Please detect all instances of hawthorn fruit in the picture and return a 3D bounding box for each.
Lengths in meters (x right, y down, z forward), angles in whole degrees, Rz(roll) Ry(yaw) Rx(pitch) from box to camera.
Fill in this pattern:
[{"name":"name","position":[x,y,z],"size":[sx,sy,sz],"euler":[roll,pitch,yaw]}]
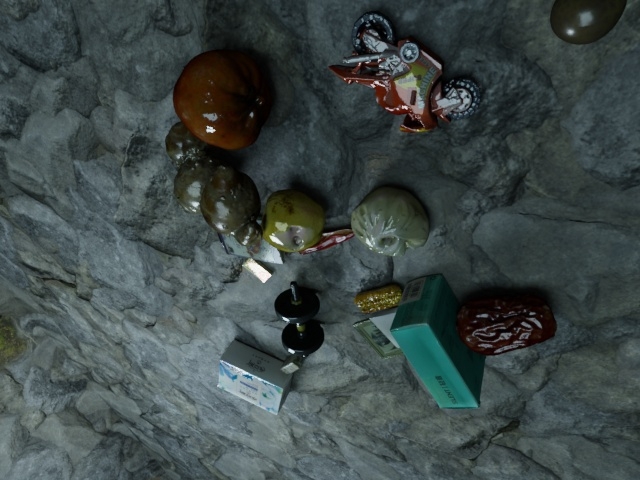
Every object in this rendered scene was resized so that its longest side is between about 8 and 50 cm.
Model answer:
[{"name":"hawthorn fruit","position":[-0.243,-0.322,1.031],"size":[0.261,0.224,0.224],"euler":[12,131,39]}]

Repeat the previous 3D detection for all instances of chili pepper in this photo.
[{"name":"chili pepper","position":[0.000,0.000,1.262],"size":[0.268,0.050,0.059],"euler":[-16,73,33]}]

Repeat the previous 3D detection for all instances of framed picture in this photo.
[{"name":"framed picture","position":[0.235,0.293,1.389],"size":[0.231,0.010,0.173],"euler":[-29,109,39]}]

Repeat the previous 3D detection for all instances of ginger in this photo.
[{"name":"ginger","position":[-0.274,-0.132,1.165],"size":[0.375,0.176,0.256],"euler":[46,144,27]}]

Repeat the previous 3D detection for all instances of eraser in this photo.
[{"name":"eraser","position":[0.230,0.264,1.335],"size":[0.104,0.023,0.150],"euler":[-22,119,40]}]

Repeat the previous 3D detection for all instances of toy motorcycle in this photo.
[{"name":"toy motorcycle","position":[0.169,-0.320,0.898],"size":[0.298,0.089,0.171],"euler":[36,133,-2]}]

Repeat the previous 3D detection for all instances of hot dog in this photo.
[{"name":"hot dog","position":[0.176,0.172,1.303],"size":[0.165,0.045,0.071],"euler":[-20,113,36]}]

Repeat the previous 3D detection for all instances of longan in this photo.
[{"name":"longan","position":[0.434,-0.378,0.723],"size":[0.113,0.092,0.113],"euler":[-8,78,41]}]

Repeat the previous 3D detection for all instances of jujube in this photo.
[{"name":"jujube","position":[0.465,0.208,1.123],"size":[0.230,0.155,0.155],"euler":[-19,115,27]}]

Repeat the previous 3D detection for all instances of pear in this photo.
[{"name":"pear","position":[-0.071,-0.050,1.175],"size":[0.178,0.178,0.178],"euler":[14,130,17]}]

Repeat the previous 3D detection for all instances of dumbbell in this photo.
[{"name":"dumbbell","position":[-0.065,0.259,1.425],"size":[0.143,0.143,0.325],"euler":[8,128,21]}]

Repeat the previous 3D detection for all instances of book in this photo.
[{"name":"book","position":[-0.224,-0.008,1.367],"size":[0.231,0.026,0.157],"euler":[8,128,28]}]

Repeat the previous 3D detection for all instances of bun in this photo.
[{"name":"bun","position":[0.171,-0.030,1.097],"size":[0.178,0.128,0.193],"euler":[-31,109,38]}]

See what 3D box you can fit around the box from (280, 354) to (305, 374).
[{"name":"box","position":[-0.102,0.456,1.649],"size":[0.045,0.062,0.098],"euler":[40,131,-8]}]

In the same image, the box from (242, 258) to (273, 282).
[{"name":"box","position":[-0.205,0.094,1.455],"size":[0.093,0.015,0.058],"euler":[40,134,-6]}]

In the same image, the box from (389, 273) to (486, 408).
[{"name":"box","position":[0.326,0.275,1.201],"size":[0.118,0.205,0.311],"euler":[-19,115,38]}]

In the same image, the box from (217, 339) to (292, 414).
[{"name":"box","position":[-0.257,0.540,1.755],"size":[0.274,0.116,0.203],"euler":[22,132,10]}]
